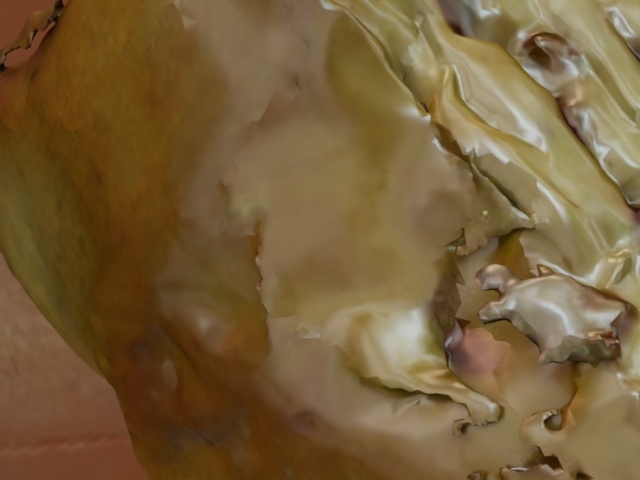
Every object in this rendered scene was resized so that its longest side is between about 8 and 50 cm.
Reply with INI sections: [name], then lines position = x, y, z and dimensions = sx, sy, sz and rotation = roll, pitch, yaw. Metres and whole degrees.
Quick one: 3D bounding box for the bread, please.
[bread]
position = 0.000, 0.000, 0.598
dimensions = 0.167, 0.324, 0.277
rotation = -15, 159, -32
